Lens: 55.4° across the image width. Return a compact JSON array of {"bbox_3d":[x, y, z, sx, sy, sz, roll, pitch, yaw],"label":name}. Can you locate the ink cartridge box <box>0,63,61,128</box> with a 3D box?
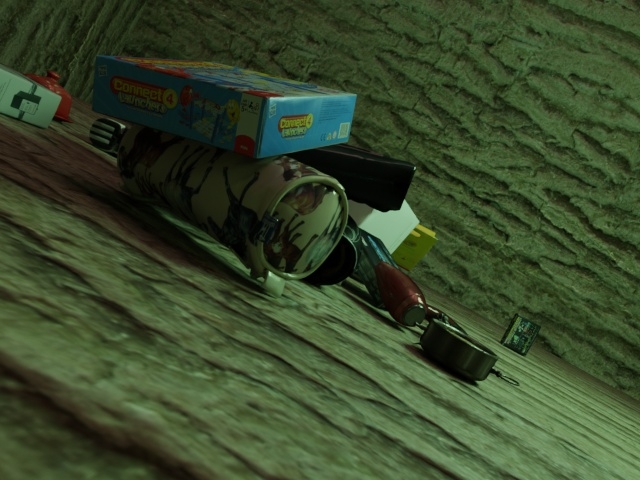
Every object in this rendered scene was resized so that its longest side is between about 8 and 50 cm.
[{"bbox_3d":[-0.681,-0.326,1.284,0.153,0.086,0.208,30,3,16],"label":"ink cartridge box"}]

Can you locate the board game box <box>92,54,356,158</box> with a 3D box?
[{"bbox_3d":[-0.142,-0.223,0.987,0.302,0.086,0.308,19,20,21],"label":"board game box"}]

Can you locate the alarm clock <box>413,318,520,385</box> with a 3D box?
[{"bbox_3d":[0.250,0.199,1.041,0.192,0.064,0.129,27,2,29],"label":"alarm clock"}]

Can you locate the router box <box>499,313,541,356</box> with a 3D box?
[{"bbox_3d":[0.699,0.330,2.133,0.092,0.122,0.038,29,-1,1],"label":"router box"}]

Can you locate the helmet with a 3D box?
[{"bbox_3d":[0.000,0.000,1.220,0.169,0.169,0.161,27,19,-16],"label":"helmet"}]

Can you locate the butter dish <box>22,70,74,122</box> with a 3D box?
[{"bbox_3d":[-0.749,-0.405,1.658,0.160,0.118,0.160,29,3,9],"label":"butter dish"}]

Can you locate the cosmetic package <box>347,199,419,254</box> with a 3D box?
[{"bbox_3d":[0.105,-0.064,1.912,0.155,0.197,0.366,52,-18,-27],"label":"cosmetic package"}]

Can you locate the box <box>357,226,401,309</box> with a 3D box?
[{"bbox_3d":[0.141,0.072,1.451,0.175,0.051,0.220,25,30,-55],"label":"box"}]

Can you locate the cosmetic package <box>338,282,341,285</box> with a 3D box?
[{"bbox_3d":[0.018,0.047,1.478,0.099,0.060,0.239,29,4,-1],"label":"cosmetic package"}]

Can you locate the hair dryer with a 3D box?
[{"bbox_3d":[0.209,0.155,1.266,0.293,0.080,0.223,48,8,19],"label":"hair dryer"}]

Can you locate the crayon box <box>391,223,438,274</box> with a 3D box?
[{"bbox_3d":[0.256,0.013,2.110,0.202,0.081,0.318,28,-38,-4],"label":"crayon box"}]

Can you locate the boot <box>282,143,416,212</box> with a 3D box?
[{"bbox_3d":[-0.040,-0.188,1.296,0.445,0.146,0.367,10,20,-2],"label":"boot"}]

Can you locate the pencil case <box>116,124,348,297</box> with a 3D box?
[{"bbox_3d":[-0.160,-0.077,0.965,0.410,0.183,0.160,27,-19,37],"label":"pencil case"}]

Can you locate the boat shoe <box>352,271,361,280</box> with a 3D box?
[{"bbox_3d":[0.034,0.021,1.738,0.307,0.110,0.104,38,1,5],"label":"boat shoe"}]

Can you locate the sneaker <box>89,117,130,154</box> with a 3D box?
[{"bbox_3d":[-0.459,-0.238,1.630,0.281,0.106,0.162,27,0,-1],"label":"sneaker"}]
